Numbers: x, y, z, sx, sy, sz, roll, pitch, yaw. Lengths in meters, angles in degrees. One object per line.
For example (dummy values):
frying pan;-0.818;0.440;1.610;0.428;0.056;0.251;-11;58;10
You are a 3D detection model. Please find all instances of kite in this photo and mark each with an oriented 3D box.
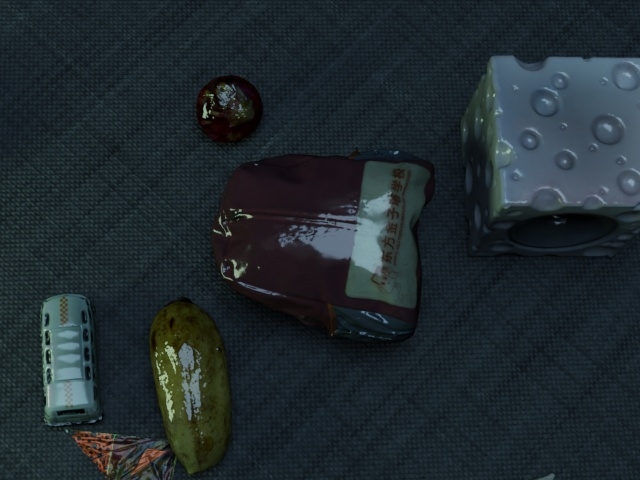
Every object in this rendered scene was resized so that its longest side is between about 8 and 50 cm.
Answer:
kite;-0.252;0.326;1.830;0.125;0.008;0.222;-34;78;-16

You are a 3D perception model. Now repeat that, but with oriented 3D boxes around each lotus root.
lotus root;-0.183;0.204;1.834;0.110;0.097;0.258;-10;76;-12

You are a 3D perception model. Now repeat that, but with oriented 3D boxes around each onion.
onion;-0.143;-0.206;1.980;0.107;0.097;0.107;-6;110;-17

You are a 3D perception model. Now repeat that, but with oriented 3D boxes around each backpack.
backpack;0.000;0.000;1.869;0.317;0.197;0.283;7;72;3

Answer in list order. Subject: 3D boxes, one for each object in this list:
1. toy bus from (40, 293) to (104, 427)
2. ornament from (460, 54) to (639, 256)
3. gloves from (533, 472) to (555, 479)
toy bus;-0.361;0.166;1.830;0.087;0.089;0.193;-4;71;-7
ornament;0.355;-0.120;1.920;0.240;0.239;0.239;0;71;-6
gloves;0.319;0.363;1.859;0.081;0.037;0.044;4;107;-20
